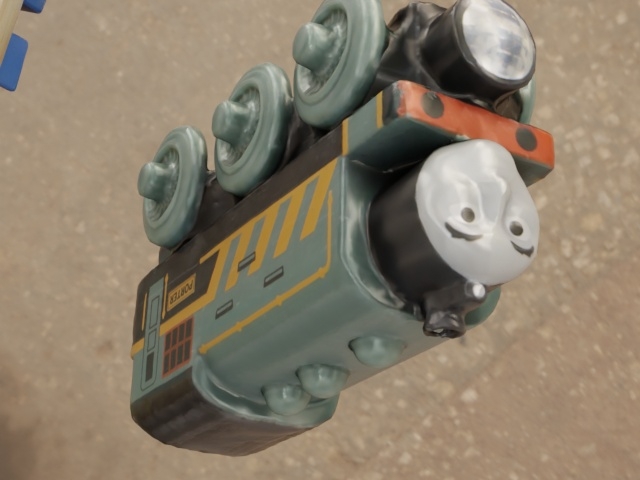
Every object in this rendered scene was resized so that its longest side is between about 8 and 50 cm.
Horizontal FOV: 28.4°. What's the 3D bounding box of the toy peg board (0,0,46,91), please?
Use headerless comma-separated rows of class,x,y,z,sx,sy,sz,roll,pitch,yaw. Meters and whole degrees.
toy peg board,-0.196,-0.114,0.624,0.161,0.079,0.161,14,83,25

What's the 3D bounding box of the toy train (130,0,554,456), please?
toy train,0.000,0.000,0.702,0.334,0.142,0.190,-32,50,49
